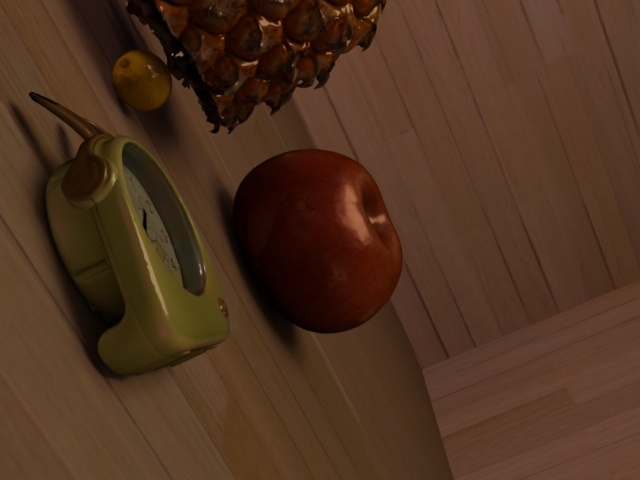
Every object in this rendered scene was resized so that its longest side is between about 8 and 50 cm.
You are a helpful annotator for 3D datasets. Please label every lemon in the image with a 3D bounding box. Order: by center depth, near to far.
[{"bbox_3d":[-0.193,-0.173,0.943,0.083,0.062,0.062,55,13,-59],"label":"lemon"}]

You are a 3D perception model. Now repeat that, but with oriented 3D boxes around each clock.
[{"bbox_3d":[-0.154,-0.012,0.687,0.232,0.069,0.170,66,8,8],"label":"clock"}]

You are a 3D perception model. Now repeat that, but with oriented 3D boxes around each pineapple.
[{"bbox_3d":[-0.097,-0.328,1.038,0.352,0.300,0.352,52,-10,13],"label":"pineapple"}]

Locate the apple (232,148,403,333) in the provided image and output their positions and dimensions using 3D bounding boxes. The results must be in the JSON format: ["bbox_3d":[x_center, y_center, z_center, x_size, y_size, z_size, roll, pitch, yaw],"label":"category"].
[{"bbox_3d":[0.000,0.000,1.241,0.251,0.206,0.272,-27,95,-80],"label":"apple"}]
